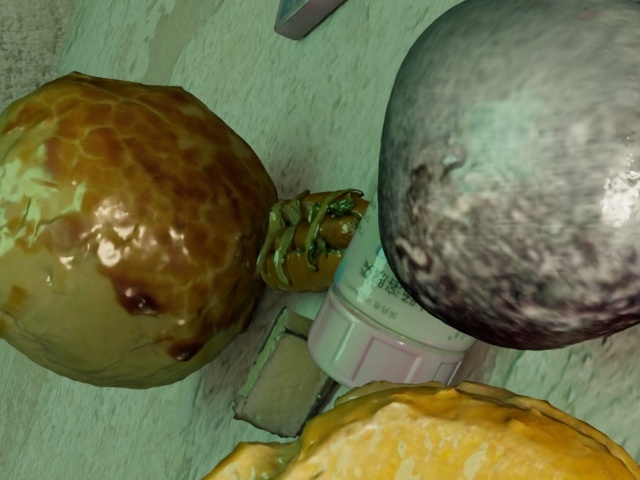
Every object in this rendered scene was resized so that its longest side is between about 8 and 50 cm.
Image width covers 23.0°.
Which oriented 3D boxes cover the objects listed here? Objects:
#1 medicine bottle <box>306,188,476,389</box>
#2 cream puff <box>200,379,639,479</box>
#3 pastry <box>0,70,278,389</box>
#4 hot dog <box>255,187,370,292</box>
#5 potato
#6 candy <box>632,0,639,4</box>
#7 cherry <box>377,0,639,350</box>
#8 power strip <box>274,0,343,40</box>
[{"bbox_3d":[0.076,0.042,1.305,0.168,0.135,0.135,-64,22,15],"label":"medicine bottle"},{"bbox_3d":[0.074,0.248,0.906,0.343,0.231,0.327,-6,69,21],"label":"cream puff"},{"bbox_3d":[-0.222,-0.020,1.785,0.313,0.388,0.388,-38,34,25],"label":"pastry"},{"bbox_3d":[0.000,0.000,1.617,0.269,0.072,0.109,-10,65,67],"label":"hot dog"},{"bbox_3d":[-0.032,0.133,1.565,0.122,0.086,0.061,-61,9,26],"label":"potato"},{"bbox_3d":[0.229,-0.184,1.238,0.312,0.061,0.088,-23,48,62],"label":"candy"},{"bbox_3d":[0.157,-0.052,1.086,0.296,0.218,0.255,-2,69,56],"label":"cherry"},{"bbox_3d":[0.020,-0.340,1.920,0.279,0.038,0.109,-31,43,58],"label":"power strip"}]
